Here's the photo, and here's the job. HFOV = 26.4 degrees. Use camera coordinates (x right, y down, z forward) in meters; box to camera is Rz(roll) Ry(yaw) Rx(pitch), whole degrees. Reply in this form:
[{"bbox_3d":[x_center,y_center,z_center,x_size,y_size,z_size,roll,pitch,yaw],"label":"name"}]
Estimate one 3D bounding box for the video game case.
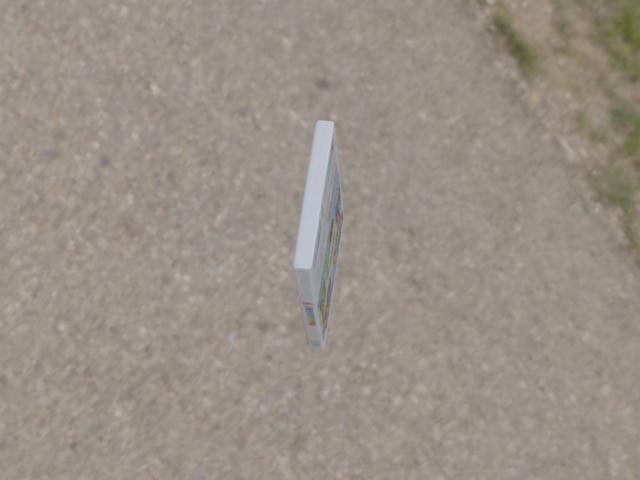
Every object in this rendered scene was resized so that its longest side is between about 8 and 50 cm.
[{"bbox_3d":[0.000,0.000,0.756,0.011,0.122,0.087,6,66,7],"label":"video game case"}]
